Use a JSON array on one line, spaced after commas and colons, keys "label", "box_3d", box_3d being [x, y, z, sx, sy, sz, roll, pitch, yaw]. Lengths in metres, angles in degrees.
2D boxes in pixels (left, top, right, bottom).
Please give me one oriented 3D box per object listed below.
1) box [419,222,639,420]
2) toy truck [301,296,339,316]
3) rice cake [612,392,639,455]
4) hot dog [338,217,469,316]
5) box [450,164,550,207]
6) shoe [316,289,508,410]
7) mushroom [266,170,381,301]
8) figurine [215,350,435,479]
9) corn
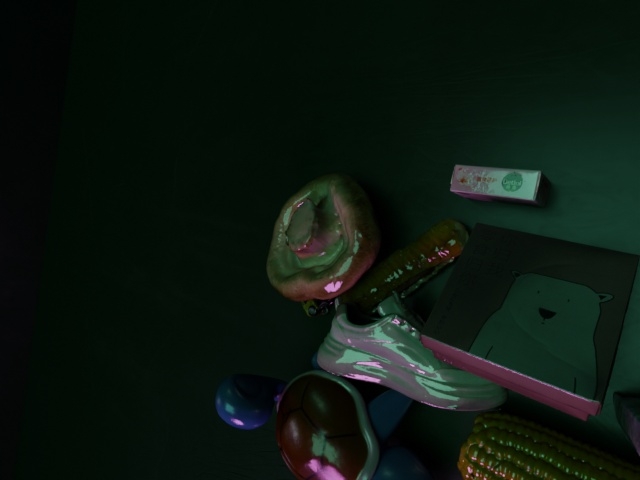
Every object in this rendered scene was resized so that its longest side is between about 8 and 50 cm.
[{"label": "box", "box_3d": [0.279, 0.097, 0.552, 0.215, 0.086, 0.215, 16, 59, 36]}, {"label": "toy truck", "box_3d": [0.001, 0.123, 0.849, 0.083, 0.049, 0.054, -48, 59, 23]}, {"label": "rice cake", "box_3d": [0.393, 0.238, 0.453, 0.064, 0.207, 0.069, -7, 86, 24]}, {"label": "hot dog", "box_3d": [0.140, 0.061, 0.736, 0.289, 0.068, 0.083, -41, 57, 29]}, {"label": "box", "box_3d": [0.278, -0.084, 0.626, 0.125, 0.089, 0.043, 13, 94, 36]}, {"label": "shoe", "box_3d": [0.142, 0.164, 0.672, 0.317, 0.124, 0.159, 4, 91, 26]}, {"label": "mushroom", "box_3d": [0.000, 0.000, 0.789, 0.279, 0.146, 0.277, -18, 62, 38]}, {"label": "figurine", "box_3d": [0.024, 0.342, 0.737, 0.417, 0.243, 0.297, 29, 96, 14]}, {"label": "corn", "box_3d": [0.358, 0.334, 0.508, 0.345, 0.131, 0.130, 15, 96, 36]}]
